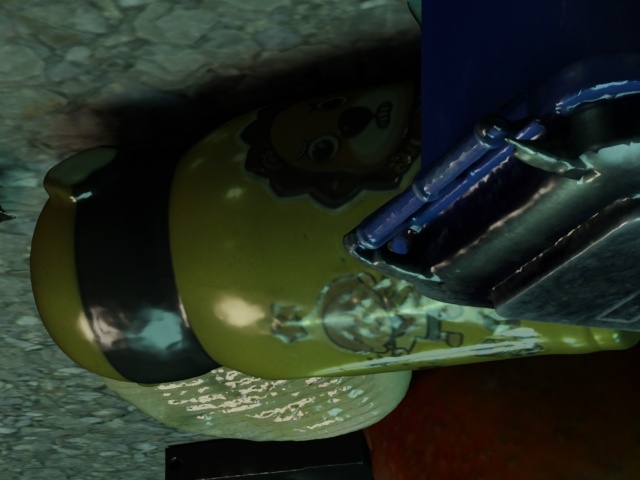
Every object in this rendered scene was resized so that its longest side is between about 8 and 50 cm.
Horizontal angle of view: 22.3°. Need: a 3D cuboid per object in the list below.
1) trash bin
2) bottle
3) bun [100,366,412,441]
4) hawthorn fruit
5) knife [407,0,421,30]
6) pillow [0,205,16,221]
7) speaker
[{"bbox_3d":[0.107,-0.093,0.613,0.184,0.234,0.162,7,155,-24],"label":"trash bin"},{"bbox_3d":[0.000,0.000,0.929,0.351,0.171,0.171,-9,158,17],"label":"bottle"},{"bbox_3d":[-0.052,0.057,1.143,0.237,0.116,0.210,32,138,-31],"label":"bun"},{"bbox_3d":[0.187,0.156,1.251,0.298,0.277,0.277,-30,153,8],"label":"hawthorn fruit"},{"bbox_3d":[0.028,-0.158,0.725,0.044,0.026,0.296,2,162,21],"label":"knife"},{"bbox_3d":[-0.259,-0.032,0.977,0.093,0.051,0.241,-7,158,25],"label":"pillow"},{"bbox_3d":[-0.048,0.231,1.689,0.218,0.044,0.082,-9,158,16],"label":"speaker"}]
